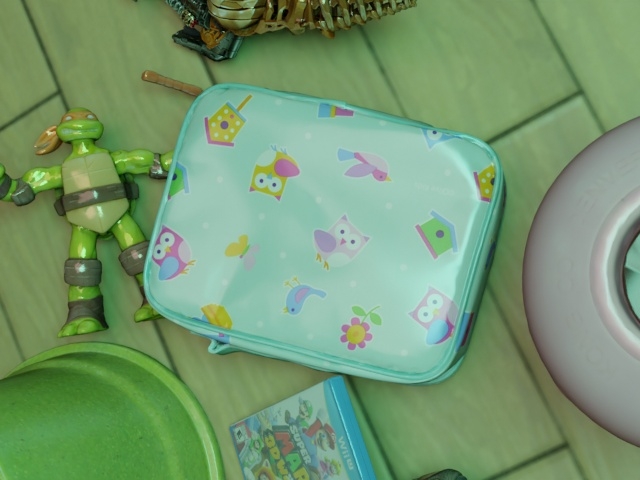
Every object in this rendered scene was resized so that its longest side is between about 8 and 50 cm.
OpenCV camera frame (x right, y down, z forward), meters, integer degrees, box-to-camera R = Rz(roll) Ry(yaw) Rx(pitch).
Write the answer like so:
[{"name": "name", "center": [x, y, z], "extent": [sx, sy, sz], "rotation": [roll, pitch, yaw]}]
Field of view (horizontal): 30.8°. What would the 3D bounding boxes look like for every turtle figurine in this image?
[{"name": "turtle figurine", "center": [-0.213, -0.027, 1.039], "extent": [0.270, 0.087, 0.217], "rotation": [-11, 86, -14]}]

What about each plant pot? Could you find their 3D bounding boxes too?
[{"name": "plant pot", "center": [-0.255, 0.218, 0.951], "extent": [0.276, 0.254, 0.276], "rotation": [-2, 84, 20]}]

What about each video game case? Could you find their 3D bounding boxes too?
[{"name": "video game case", "center": [-0.014, 0.188, 0.946], "extent": [0.166, 0.015, 0.119], "rotation": [-33, 71, 50]}]

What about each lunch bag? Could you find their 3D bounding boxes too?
[{"name": "lunch bag", "center": [0.000, 0.000, 0.950], "extent": [0.279, 0.108, 0.224], "rotation": [14, 89, 14]}]

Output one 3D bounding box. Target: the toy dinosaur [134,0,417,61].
[{"name": "toy dinosaur", "center": [-0.053, -0.252, 0.987], "extent": [0.322, 0.164, 0.218], "rotation": [14, 114, 14]}]

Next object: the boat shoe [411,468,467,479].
[{"name": "boat shoe", "center": [0.049, 0.332, 0.826], "extent": [0.130, 0.132, 0.355], "rotation": [42, 60, -11]}]

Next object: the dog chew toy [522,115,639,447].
[{"name": "dog chew toy", "center": [0.248, 0.031, 0.749], "extent": [0.207, 0.332, 0.206], "rotation": [-2, 84, 20]}]
